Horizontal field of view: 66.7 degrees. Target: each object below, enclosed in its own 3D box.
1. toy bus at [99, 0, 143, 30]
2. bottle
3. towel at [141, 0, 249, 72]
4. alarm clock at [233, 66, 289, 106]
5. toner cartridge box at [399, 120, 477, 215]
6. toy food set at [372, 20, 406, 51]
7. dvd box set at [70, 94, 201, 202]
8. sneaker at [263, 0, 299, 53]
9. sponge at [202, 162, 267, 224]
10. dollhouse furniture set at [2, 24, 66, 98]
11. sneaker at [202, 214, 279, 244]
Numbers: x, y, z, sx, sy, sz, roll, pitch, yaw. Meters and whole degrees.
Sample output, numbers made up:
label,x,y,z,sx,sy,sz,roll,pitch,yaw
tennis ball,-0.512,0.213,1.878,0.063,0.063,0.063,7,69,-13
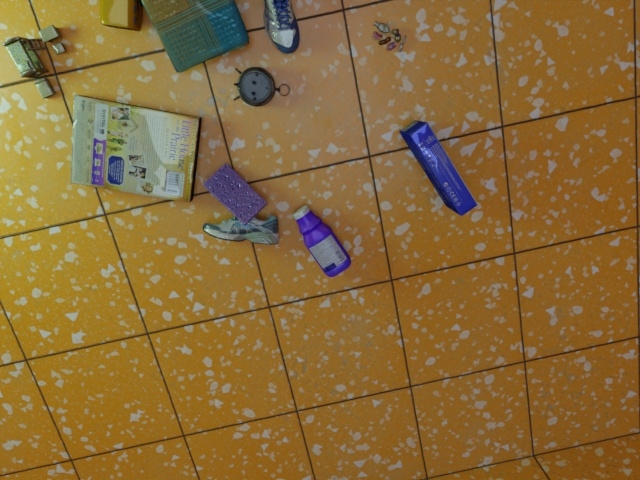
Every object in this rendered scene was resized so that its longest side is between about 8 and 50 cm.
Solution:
label,x,y,z,sx,sy,sz,roll,pitch,yaw
toy bus,-0.618,-0.838,1.512,0.108,0.130,0.333,6,107,-5
bottle,0.000,0.000,1.823,0.118,0.092,0.283,-33,106,6
towel,-0.410,-0.745,1.507,0.271,0.040,0.371,-19,124,6
alarm clock,-0.201,-0.526,1.670,0.191,0.064,0.130,3,107,-8
toner cartridge box,0.418,-0.260,1.732,0.075,0.165,0.348,-35,106,7
toy food set,0.231,-0.694,1.664,0.122,0.019,0.078,17,105,-8
dvd box set,-0.644,-0.317,1.705,0.419,0.062,0.308,8,106,-6
sneaker,-0.140,-0.757,1.566,0.111,0.131,0.297,-15,109,-1
sponge,-0.306,-0.166,1.745,0.210,0.031,0.117,44,81,1
dollhouse furniture set,-0.899,-0.582,1.588,0.160,0.101,0.182,-23,107,4
sneaker,-0.290,-0.055,1.800,0.282,0.110,0.122,5,89,-8
